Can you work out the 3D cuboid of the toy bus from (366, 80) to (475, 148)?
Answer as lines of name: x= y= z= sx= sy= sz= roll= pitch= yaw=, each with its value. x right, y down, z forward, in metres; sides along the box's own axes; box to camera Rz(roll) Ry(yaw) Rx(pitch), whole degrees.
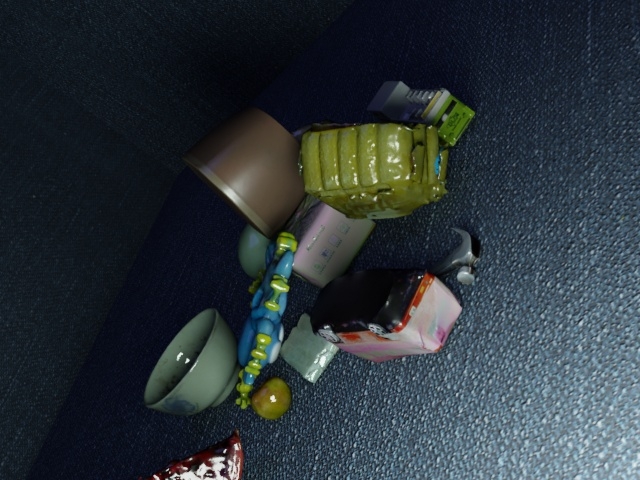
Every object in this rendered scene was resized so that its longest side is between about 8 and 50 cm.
toy bus: x=0.229 y=-0.293 z=2.045 sx=0.113 sy=0.139 sz=0.302 roll=-57 pitch=21 yaw=-2

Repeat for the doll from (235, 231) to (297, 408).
doll: x=-0.108 y=0.159 z=1.931 sx=0.346 sy=0.099 sz=0.341 roll=-88 pitch=18 yaw=-52

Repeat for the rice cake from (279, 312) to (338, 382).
rice cake: x=-0.021 y=0.228 z=1.888 sx=0.124 sy=0.038 sz=0.211 roll=-56 pitch=20 yaw=-9

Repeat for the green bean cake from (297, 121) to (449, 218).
green bean cake: x=0.138 y=-0.145 z=1.902 sx=0.310 sy=0.285 sz=0.202 roll=2 pitch=92 yaw=41

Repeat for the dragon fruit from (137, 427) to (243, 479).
dragon fruit: x=-0.258 y=0.542 z=1.764 sx=0.286 sy=0.228 sz=0.329 roll=-25 pitch=-10 yaw=-20

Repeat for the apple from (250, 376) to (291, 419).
apple: x=-0.102 y=0.328 z=1.850 sx=0.089 sy=0.074 sz=0.089 roll=-46 pitch=18 yaw=20

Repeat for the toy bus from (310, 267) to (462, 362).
toy bus: x=0.108 y=0.134 z=1.584 sx=0.303 sy=0.147 sz=0.127 roll=-20 pitch=38 yaw=60

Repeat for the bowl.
bowl: x=-0.292 y=0.323 z=2.190 sx=0.289 sy=0.146 sz=0.289 roll=-45 pitch=19 yaw=21

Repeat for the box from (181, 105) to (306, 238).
box: x=-0.160 y=-0.174 z=2.148 sx=0.216 sy=0.301 sz=0.301 roll=-47 pitch=19 yaw=-7

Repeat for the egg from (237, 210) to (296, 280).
egg: x=-0.126 y=0.004 z=2.310 sx=0.168 sy=0.168 sz=0.230 roll=-29 pitch=32 yaw=50

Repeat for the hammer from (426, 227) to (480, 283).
hammer: x=0.188 y=0.072 z=1.673 sx=0.290 sy=0.037 sz=0.137 roll=-35 pitch=27 yaw=42

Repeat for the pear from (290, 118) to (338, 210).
pear: x=-0.006 y=-0.177 z=2.360 sx=0.267 sy=0.267 sz=0.178 roll=-57 pitch=-7 yaw=-9

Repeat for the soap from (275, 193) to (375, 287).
soap: x=0.000 y=0.000 z=2.075 sx=0.199 sy=0.138 sz=0.182 roll=-57 pitch=18 yaw=-8
